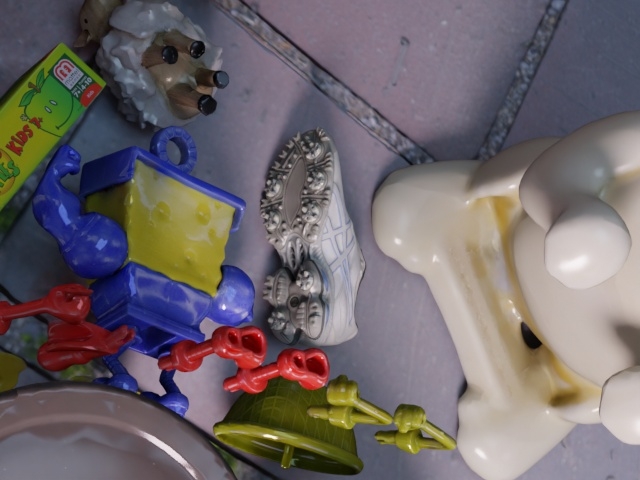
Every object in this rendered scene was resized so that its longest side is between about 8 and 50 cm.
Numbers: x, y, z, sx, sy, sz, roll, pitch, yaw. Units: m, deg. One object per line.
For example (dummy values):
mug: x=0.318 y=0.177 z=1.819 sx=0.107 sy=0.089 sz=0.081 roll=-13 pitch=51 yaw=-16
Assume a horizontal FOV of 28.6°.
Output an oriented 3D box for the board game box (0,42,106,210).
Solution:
board game box: x=-0.228 y=-0.046 z=0.844 sx=0.043 sy=0.092 sz=0.181 roll=44 pitch=61 yaw=-18

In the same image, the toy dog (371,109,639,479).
toy dog: x=0.309 y=0.021 z=0.978 sx=0.395 sy=0.408 sz=0.284 roll=-12 pitch=87 yaw=-33

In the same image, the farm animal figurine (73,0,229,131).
farm animal figurine: x=-0.132 y=-0.292 z=0.912 sx=0.327 sy=0.172 sz=0.330 roll=44 pitch=74 yaw=-38

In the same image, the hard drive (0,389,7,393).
hard drive: x=-0.300 y=0.238 z=0.773 sx=0.203 sy=0.040 sz=0.307 roll=7 pitch=76 yaw=-31

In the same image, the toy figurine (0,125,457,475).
toy figurine: x=-0.075 y=0.018 z=0.871 sx=0.363 sy=0.191 sz=0.217 roll=25 pitch=54 yaw=-37

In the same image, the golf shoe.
golf shoe: x=0.000 y=0.000 z=1.007 sx=0.086 sy=0.069 sz=0.176 roll=16 pitch=74 yaw=-50

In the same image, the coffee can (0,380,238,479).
coffee can: x=-0.181 y=0.186 z=0.669 sx=0.202 sy=0.275 sz=0.201 roll=7 pitch=76 yaw=-31
